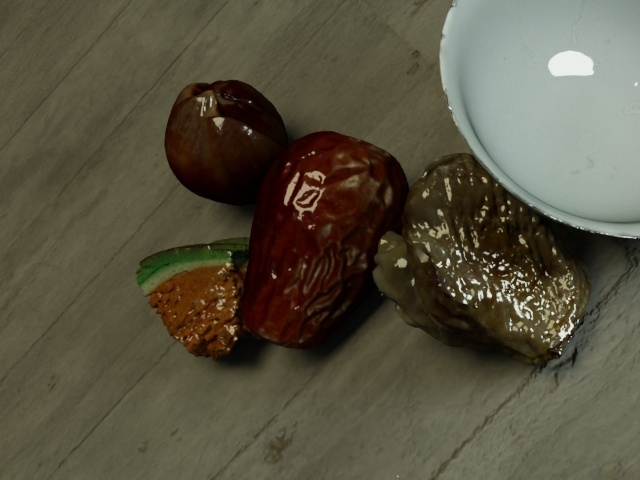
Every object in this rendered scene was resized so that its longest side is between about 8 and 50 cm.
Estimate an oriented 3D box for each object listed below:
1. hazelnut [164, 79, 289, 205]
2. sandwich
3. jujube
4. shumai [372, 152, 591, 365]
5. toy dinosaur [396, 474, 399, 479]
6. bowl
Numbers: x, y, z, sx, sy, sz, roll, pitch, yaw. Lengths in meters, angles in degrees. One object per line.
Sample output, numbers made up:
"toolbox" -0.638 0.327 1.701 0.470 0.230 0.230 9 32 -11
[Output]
"hazelnut" -0.112 -0.128 2.015 0.202 0.170 0.160 15 99 43
"sandwich" -0.137 0.077 1.937 0.185 0.109 0.159 -13 72 38
"jujube" 0.000 0.000 1.802 0.190 0.190 0.255 28 100 53
"shumai" 0.172 0.030 1.631 0.184 0.218 0.185 -57 -3 -14
"toy dinosaur" 0.063 0.299 1.594 0.041 0.026 0.113 -7 65 36
"bowl" 0.276 -0.135 1.560 0.157 0.346 0.345 107 -178 -68
